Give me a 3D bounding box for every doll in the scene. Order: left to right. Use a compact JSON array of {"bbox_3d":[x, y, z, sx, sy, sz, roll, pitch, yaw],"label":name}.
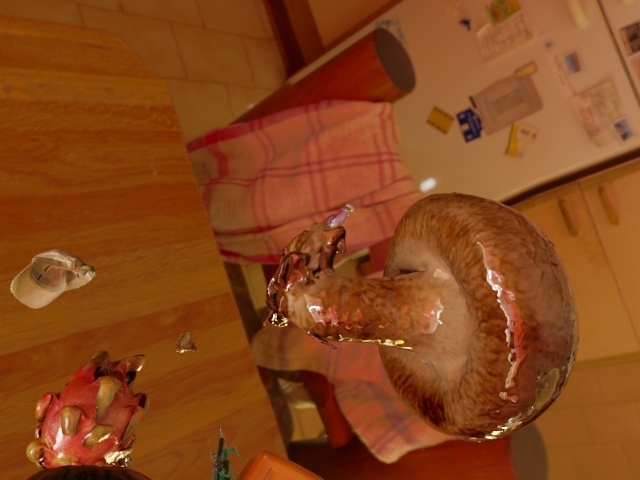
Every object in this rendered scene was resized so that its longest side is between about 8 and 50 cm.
[{"bbox_3d":[0.000,0.000,1.331,0.075,0.102,0.227,40,63,-1],"label":"doll"}]

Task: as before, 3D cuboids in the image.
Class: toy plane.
[{"bbox_3d":[-0.212,0.506,1.249,0.235,0.060,0.096,-115,-177,-73],"label":"toy plane"}]

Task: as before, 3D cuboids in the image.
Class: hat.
[{"bbox_3d":[-0.621,0.087,1.324,0.166,0.081,0.122,-46,119,-13],"label":"hat"}]

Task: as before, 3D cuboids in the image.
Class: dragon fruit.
[{"bbox_3d":[-0.520,0.397,1.322,0.227,0.307,0.243,23,95,-6],"label":"dragon fruit"}]

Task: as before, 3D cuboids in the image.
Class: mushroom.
[{"bbox_3d":[0.151,0.090,0.767,0.356,0.331,0.334,16,23,-36],"label":"mushroom"}]

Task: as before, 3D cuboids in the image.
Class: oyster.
[{"bbox_3d":[-0.460,0.343,1.933,0.086,0.029,0.132,61,10,24],"label":"oyster"}]

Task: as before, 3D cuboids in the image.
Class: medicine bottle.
[{"bbox_3d":[-0.071,0.428,0.928,0.149,0.222,0.112,29,61,0],"label":"medicine bottle"}]

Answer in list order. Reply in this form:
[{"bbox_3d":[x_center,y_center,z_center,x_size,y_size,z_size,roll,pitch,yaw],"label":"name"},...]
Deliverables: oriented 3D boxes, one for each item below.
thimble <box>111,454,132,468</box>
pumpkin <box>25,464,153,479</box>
[{"bbox_3d":[-0.601,0.646,1.610,0.135,0.090,0.119,71,26,-64],"label":"thimble"},{"bbox_3d":[-0.306,0.364,0.737,0.202,0.202,0.140,23,53,-41],"label":"pumpkin"}]
